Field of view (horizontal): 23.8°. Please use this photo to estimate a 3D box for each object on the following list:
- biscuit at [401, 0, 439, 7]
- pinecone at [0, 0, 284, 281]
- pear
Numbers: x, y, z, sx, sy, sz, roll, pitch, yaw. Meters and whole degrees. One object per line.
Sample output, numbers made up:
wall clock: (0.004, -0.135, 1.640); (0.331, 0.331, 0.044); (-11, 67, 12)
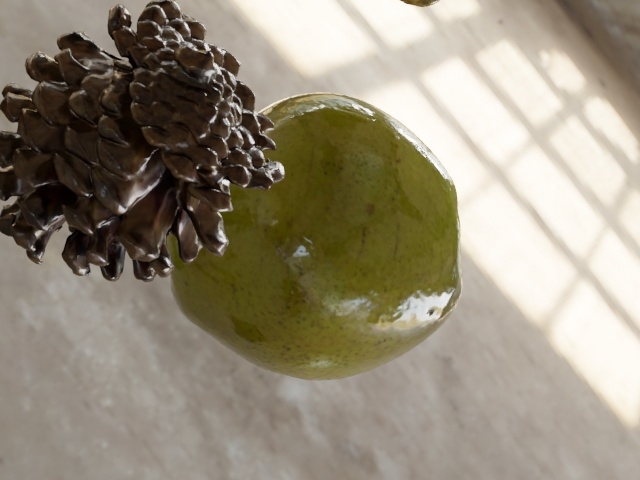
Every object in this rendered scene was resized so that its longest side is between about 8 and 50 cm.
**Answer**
biscuit: (0.057, -0.301, 1.406); (0.118, 0.061, 0.183); (37, -27, 51)
pinecone: (-0.127, -0.057, 1.004); (0.150, 0.195, 0.179); (77, -13, -68)
pear: (0.000, 0.000, 1.466); (0.294, 0.294, 0.294); (43, 23, -23)
